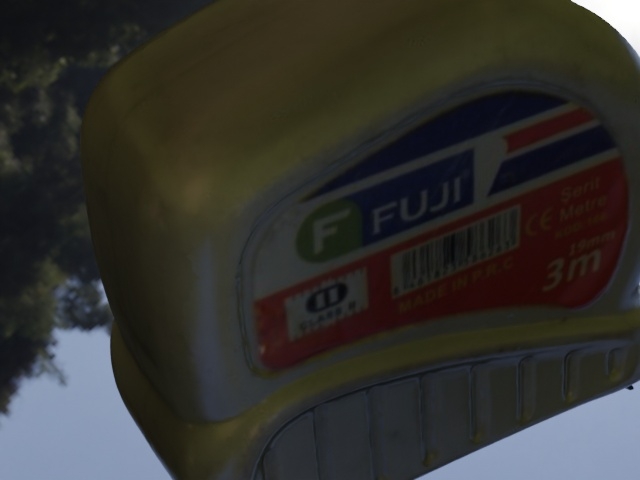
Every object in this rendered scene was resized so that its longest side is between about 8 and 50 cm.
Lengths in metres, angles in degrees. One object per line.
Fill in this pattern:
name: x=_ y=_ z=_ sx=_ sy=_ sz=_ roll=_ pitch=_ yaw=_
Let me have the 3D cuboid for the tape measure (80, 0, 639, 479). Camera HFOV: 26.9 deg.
tape measure: x=0.032 y=-0.004 z=0.595 sx=0.258 sy=0.265 sz=0.130 roll=-20 pitch=-142 yaw=-20
